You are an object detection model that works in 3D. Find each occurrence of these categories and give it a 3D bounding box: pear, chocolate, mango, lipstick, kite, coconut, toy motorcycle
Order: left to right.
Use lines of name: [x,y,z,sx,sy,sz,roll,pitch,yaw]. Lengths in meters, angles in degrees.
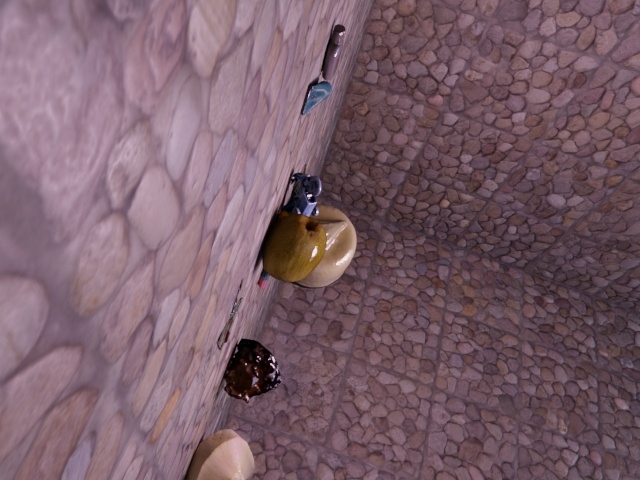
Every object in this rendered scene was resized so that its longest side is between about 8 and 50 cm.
coconut: [-0.366,0.841,1.832,0.259,0.259,0.260,-160,-90,-90]
kite: [-0.248,0.214,1.386,0.229,0.012,0.250,-74,-178,-67]
chocolate: [-0.278,0.506,1.853,0.177,0.224,0.207,-39,159,-42]
lipstick: [-0.179,0.074,1.847,0.053,0.053,0.235,-72,-177,-73]
mango: [-0.131,-0.064,1.701,0.089,0.046,0.060,115,-7,-51]
pear: [-0.082,0.019,1.608,0.212,0.188,0.228,-65,169,22]
toy motorcycle: [-0.070,-0.144,1.708,0.136,0.092,0.255,58,-42,28]
chocolate: [0.000,0.000,1.945,0.297,0.313,0.326,-56,-169,56]

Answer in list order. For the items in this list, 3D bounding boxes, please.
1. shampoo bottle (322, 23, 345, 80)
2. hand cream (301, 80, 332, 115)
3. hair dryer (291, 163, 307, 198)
shampoo bottle: [0.038,-0.534,1.400,0.165,0.040,0.080,110,1,-63]
hand cream: [-0.010,-0.409,1.386,0.224,0.048,0.083,-61,175,-60]
hair dryer: [-0.074,-0.239,1.988,0.167,0.067,0.200,84,14,-78]
